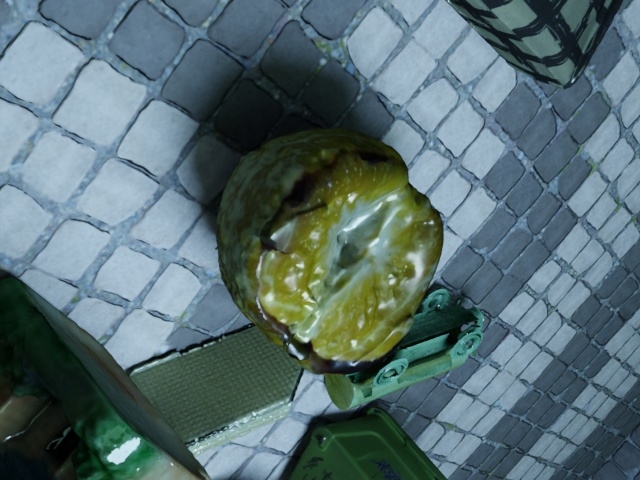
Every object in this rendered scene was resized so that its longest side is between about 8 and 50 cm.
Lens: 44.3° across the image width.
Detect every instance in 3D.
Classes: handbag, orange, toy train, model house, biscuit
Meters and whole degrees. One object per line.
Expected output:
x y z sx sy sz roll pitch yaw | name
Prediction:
0.272 -0.393 0.928 0.325 0.162 0.327 23 101 -49 | handbag
0.000 0.000 0.989 0.271 0.210 0.369 -47 138 -7 | orange
0.145 0.199 1.329 0.307 0.126 0.189 -14 131 -30 | toy train
-0.321 0.255 0.854 0.280 0.312 0.245 -44 142 -11 | model house
-0.128 0.203 1.099 0.252 0.150 0.052 -20 140 -27 | biscuit

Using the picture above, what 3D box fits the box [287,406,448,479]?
0.082 0.474 1.350 0.177 0.328 0.253 8 116 -40 | box
